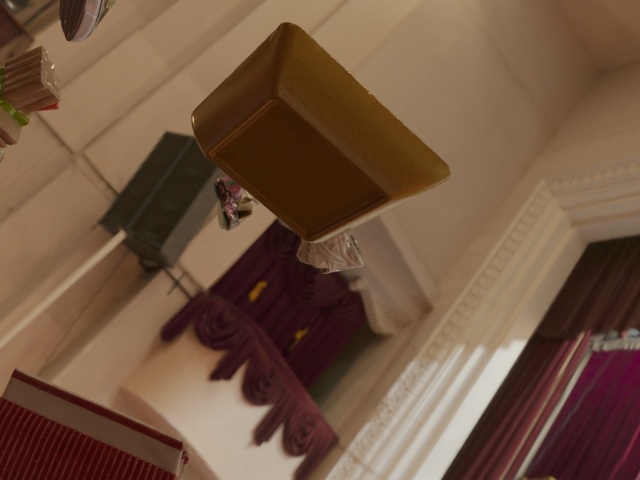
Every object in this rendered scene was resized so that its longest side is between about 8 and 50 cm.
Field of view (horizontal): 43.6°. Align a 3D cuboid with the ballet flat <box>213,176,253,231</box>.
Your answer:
[{"bbox_3d":[-0.180,-0.077,1.686,0.221,0.079,0.077,103,-27,-70],"label":"ballet flat"}]

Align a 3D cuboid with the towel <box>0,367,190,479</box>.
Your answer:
[{"bbox_3d":[-0.309,0.335,0.877,0.237,0.329,0.037,21,-14,9],"label":"towel"}]

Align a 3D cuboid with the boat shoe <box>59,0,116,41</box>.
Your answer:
[{"bbox_3d":[-0.377,-0.461,1.393,0.302,0.094,0.109,-48,-120,45],"label":"boat shoe"}]

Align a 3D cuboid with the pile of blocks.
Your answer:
[{"bbox_3d":[-0.641,-0.218,1.536,0.149,0.362,0.113,48,-6,38],"label":"pile of blocks"}]

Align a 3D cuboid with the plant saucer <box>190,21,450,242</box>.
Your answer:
[{"bbox_3d":[-0.025,-0.126,1.232,0.333,0.081,0.332,40,-35,-16],"label":"plant saucer"}]

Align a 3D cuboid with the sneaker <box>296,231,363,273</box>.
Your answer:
[{"bbox_3d":[0.000,0.000,1.540,0.232,0.115,0.090,58,9,-47],"label":"sneaker"}]

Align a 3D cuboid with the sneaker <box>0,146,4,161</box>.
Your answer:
[{"bbox_3d":[-0.692,-0.094,1.415,0.118,0.279,0.107,55,-11,-24],"label":"sneaker"}]
